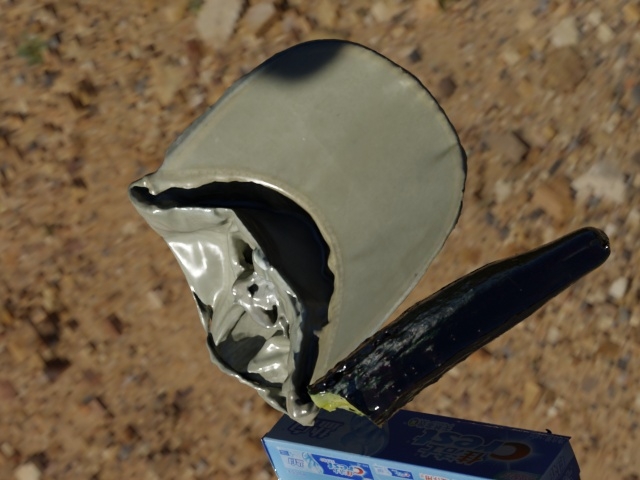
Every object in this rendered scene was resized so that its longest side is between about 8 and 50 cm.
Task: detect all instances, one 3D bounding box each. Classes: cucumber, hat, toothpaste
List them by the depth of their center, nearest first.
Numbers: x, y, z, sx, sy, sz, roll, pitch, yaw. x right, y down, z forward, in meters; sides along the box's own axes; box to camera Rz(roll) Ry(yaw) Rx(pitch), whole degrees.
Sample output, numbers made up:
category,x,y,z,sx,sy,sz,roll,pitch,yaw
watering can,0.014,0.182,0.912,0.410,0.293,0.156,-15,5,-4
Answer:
category,x,y,z,sx,sy,sz,roll,pitch,yaw
cucumber,0.056,0.032,0.767,0.135,0.033,0.034,-36,81,1
hat,0.000,0.000,1.316,0.244,0.149,0.214,-38,70,5
toothpaste,0.078,0.175,1.528,0.272,0.066,0.053,6,127,39
